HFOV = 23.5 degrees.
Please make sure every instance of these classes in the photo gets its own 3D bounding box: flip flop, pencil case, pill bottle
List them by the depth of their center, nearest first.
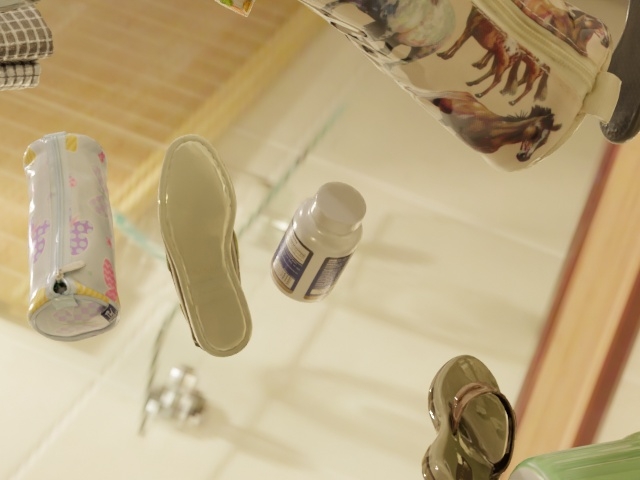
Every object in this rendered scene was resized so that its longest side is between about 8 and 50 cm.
[{"bbox_3d":[0.070,-0.231,1.308,0.160,0.410,0.183,-55,18,-7],"label":"pencil case"},{"bbox_3d":[0.000,0.000,1.439,0.067,0.067,0.120,-60,-1,-42],"label":"pill bottle"},{"bbox_3d":[0.171,0.205,1.670,0.080,0.112,0.277,-44,7,23],"label":"flip flop"},{"bbox_3d":[-0.323,-0.006,1.970,0.124,0.113,0.273,52,-156,-52],"label":"pencil case"}]

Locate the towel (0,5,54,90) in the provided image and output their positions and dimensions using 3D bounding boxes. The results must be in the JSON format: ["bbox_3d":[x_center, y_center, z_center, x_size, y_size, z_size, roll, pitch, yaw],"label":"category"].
[{"bbox_3d":[-0.539,-0.322,2.132,0.235,0.284,0.121,-17,-36,-48],"label":"towel"}]

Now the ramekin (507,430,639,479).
[{"bbox_3d":[0.281,0.342,1.509,0.303,0.148,0.303,176,90,-78],"label":"ramekin"}]

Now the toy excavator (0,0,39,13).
[{"bbox_3d":[-0.457,-0.222,1.156,0.445,0.433,0.222,-29,70,57],"label":"toy excavator"}]

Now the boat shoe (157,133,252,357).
[{"bbox_3d":[-0.164,0.006,2.099,0.091,0.109,0.305,-162,61,-74],"label":"boat shoe"}]

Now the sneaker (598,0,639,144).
[{"bbox_3d":[0.444,-0.245,1.935,0.145,0.090,0.270,7,-83,-34],"label":"sneaker"}]

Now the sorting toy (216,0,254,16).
[{"bbox_3d":[-0.101,-0.290,1.677,0.045,0.075,0.083,-85,17,-65],"label":"sorting toy"}]
